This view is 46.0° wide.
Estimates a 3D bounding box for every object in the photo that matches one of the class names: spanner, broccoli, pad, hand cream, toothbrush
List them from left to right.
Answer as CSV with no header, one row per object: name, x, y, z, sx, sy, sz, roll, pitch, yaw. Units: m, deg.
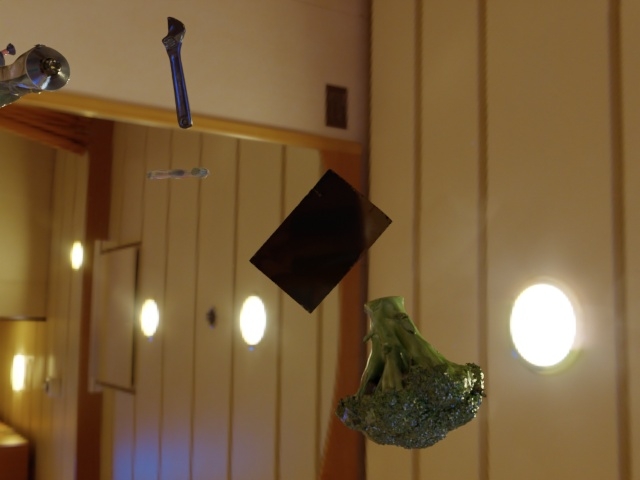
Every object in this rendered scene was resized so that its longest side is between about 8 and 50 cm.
hand cream,-0.372,-0.176,0.907,0.248,0.075,0.052,-11,-84,46
toothbrush,-0.295,-0.135,1.527,0.269,0.027,0.021,3,-101,53
spanner,-0.262,-0.309,1.404,0.012,0.046,0.208,-120,-157,-65
pad,0.000,0.000,1.456,0.243,0.164,0.004,-49,172,-4
broccoli,0.140,0.231,1.316,0.269,0.254,0.269,-2,-99,14

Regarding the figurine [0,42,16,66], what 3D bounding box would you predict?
figurine,-0.734,-0.358,1.648,0.102,0.111,0.195,-25,-114,31
